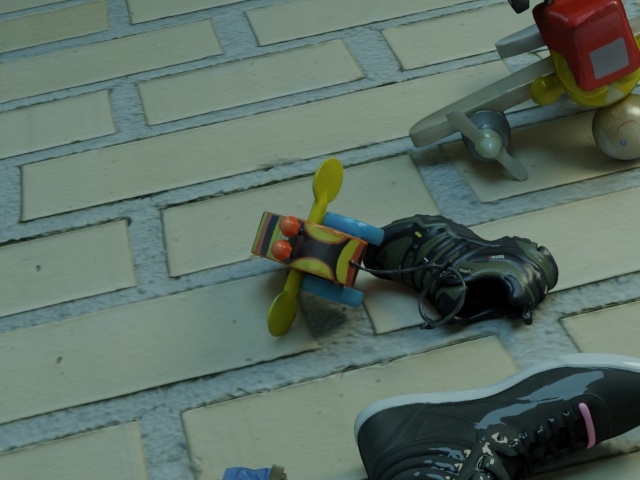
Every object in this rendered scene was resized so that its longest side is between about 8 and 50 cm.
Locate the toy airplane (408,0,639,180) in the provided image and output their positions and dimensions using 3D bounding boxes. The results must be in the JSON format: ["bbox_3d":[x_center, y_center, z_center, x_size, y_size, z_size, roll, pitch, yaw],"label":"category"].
[{"bbox_3d":[0.350,-0.228,1.663,0.384,0.272,0.386,-22,-5,-37],"label":"toy airplane"}]

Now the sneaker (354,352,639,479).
[{"bbox_3d":[0.177,0.193,1.136,0.296,0.104,0.147,-12,33,8],"label":"sneaker"}]

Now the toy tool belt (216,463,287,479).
[{"bbox_3d":[-0.070,0.228,1.189,0.083,0.051,0.052,-3,32,11],"label":"toy tool belt"}]

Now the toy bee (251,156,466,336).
[{"bbox_3d":[0.000,0.000,1.391,0.298,0.162,0.195,-16,61,48],"label":"toy bee"}]

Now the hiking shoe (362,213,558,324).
[{"bbox_3d":[0.139,0.036,1.408,0.227,0.086,0.114,7,33,26],"label":"hiking shoe"}]
